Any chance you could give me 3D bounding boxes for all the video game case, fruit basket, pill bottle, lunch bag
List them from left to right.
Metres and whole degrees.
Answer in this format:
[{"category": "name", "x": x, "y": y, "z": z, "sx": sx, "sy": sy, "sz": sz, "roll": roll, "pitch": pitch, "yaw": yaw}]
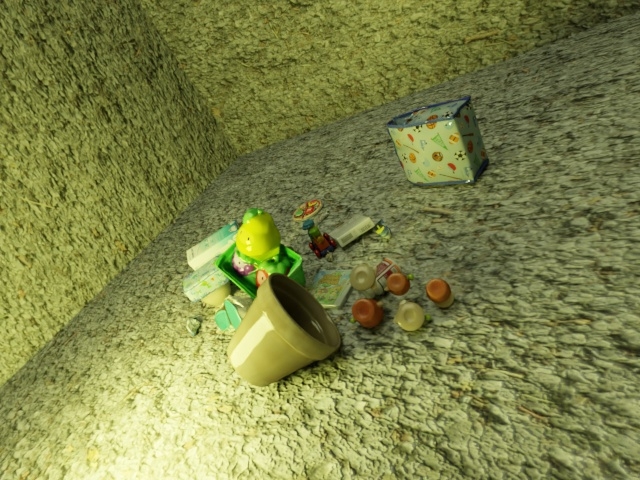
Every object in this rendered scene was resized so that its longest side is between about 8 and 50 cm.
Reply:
[{"category": "lunch bag", "x": -0.526, "y": 0.175, "z": 1.870, "sx": 0.219, "sy": 0.090, "sz": 0.176, "roll": -36, "pitch": 29, "yaw": -9}, {"category": "fruit basket", "x": -0.255, "y": 0.061, "z": 1.638, "sx": 0.283, "sy": 0.392, "sz": 0.392, "roll": -48, "pitch": 31, "yaw": -15}, {"category": "video game case", "x": 0.036, "y": 0.188, "z": 1.600, "sx": 0.213, "sy": 0.023, "sz": 0.193, "roll": -5, "pitch": 37, "yaw": 41}, {"category": "pill bottle", "x": 0.212, "y": 0.138, "z": 1.442, "sx": 0.152, "sy": 0.086, "sz": 0.086, "roll": -39, "pitch": 29, "yaw": -16}, {"category": "lunch bag", "x": 0.508, "y": -0.429, "z": 1.816, "sx": 0.386, "sy": 0.327, "sz": 0.239, "roll": 0, "pitch": 36, "yaw": 47}]

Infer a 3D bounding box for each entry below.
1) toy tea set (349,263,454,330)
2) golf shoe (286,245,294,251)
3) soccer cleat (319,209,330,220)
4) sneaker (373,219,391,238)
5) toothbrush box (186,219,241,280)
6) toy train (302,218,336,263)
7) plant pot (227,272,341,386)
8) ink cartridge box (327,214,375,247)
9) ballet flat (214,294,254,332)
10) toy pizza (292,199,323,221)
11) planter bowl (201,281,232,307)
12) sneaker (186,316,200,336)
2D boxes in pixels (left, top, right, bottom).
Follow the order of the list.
[{"category": "toy tea set", "x": 0.249, "y": 0.192, "z": 1.298, "sx": 0.336, "sy": 0.124, "sz": 0.199, "roll": 5, "pitch": 76, "yaw": 23}, {"category": "golf shoe", "x": -0.213, "y": 0.077, "z": 1.988, "sx": 0.176, "sy": 0.069, "sz": 0.086, "roll": -33, "pitch": 22, "yaw": -6}, {"category": "soccer cleat", "x": 0.022, "y": -0.133, "z": 2.135, "sx": 0.036, "sy": 0.029, "sz": 0.083, "roll": -11, "pitch": 29, "yaw": 40}, {"category": "sneaker", "x": 0.266, "y": -0.046, "z": 1.730, "sx": 0.053, "sy": 0.059, "sz": 0.144, "roll": -51, "pitch": 12, "yaw": 18}, {"category": "toothbrush box", "x": -0.480, "y": 0.075, "z": 2.024, "sx": 0.296, "sy": 0.216, "sz": 0.126, "roll": -35, "pitch": 35, "yaw": -2}, {"category": "toy train", "x": 0.000, "y": 0.000, "z": 1.814, "sx": 0.105, "sy": 0.143, "sz": 0.248, "roll": -34, "pitch": 28, "yaw": -5}, {"category": "plant pot", "x": -0.141, "y": 0.312, "z": 1.323, "sx": 0.280, "sy": 0.323, "sz": 0.323, "roll": -45, "pitch": 26, "yaw": 11}, {"category": "ink cartridge box", "x": 0.136, "y": -0.048, "z": 1.882, "sx": 0.181, "sy": 0.056, "sz": 0.225, "roll": -34, "pitch": 9, "yaw": -5}, {"category": "ballet flat", "x": -0.317, "y": 0.276, "z": 1.591, "sx": 0.147, "sy": 0.147, "sz": 0.409, "roll": -47, "pitch": 9, "yaw": -27}, {"category": "toy pizza", "x": -0.077, "y": -0.178, "z": 2.300, "sx": 0.201, "sy": 0.032, "sz": 0.201, "roll": -24, "pitch": 29, "yaw": 14}, {"category": "planter bowl", "x": -0.491, "y": 0.249, "z": 1.930, "sx": 0.162, "sy": 0.109, "sz": 0.162, "roll": -24, "pitch": 28, "yaw": 14}, {"category": "sneaker", "x": -0.580, "y": 0.388, "z": 1.856, "sx": 0.058, "sy": 0.052, "sz": 0.135, "roll": -32, "pitch": 28, "yaw": -10}]
